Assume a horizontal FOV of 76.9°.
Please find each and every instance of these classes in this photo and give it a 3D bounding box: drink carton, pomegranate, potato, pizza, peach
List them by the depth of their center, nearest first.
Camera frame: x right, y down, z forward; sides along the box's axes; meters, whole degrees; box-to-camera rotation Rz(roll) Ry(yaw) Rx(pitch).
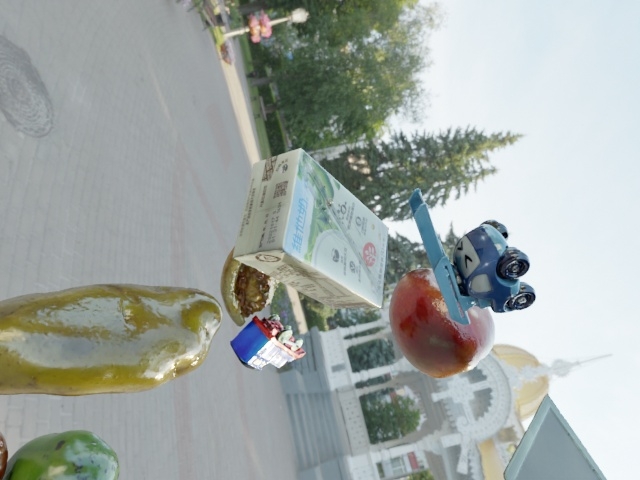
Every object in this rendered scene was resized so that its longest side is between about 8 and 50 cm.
[{"bbox_3d":[-0.323,0.145,0.596,0.368,0.176,0.196,4,48,-45],"label":"potato"},{"bbox_3d":[0.000,0.000,0.782,0.324,0.131,0.195,35,55,-46],"label":"drink carton"},{"bbox_3d":[-0.155,0.088,0.899,0.056,0.134,0.271,-86,-159,-60],"label":"pizza"},{"bbox_3d":[-0.577,0.553,0.905,0.270,0.253,0.255,63,12,-78],"label":"pomegranate"},{"bbox_3d":[0.297,0.199,1.026,0.275,0.248,0.245,53,-1,15],"label":"peach"}]

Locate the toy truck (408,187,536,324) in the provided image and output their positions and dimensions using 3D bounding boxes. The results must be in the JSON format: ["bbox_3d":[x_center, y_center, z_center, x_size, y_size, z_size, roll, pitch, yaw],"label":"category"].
[{"bbox_3d":[0.128,0.008,0.341,0.063,0.074,0.136,-90,157,-58],"label":"toy truck"}]

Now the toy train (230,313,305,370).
[{"bbox_3d":[-0.125,0.265,1.019,0.082,0.131,0.204,40,-10,32],"label":"toy train"}]

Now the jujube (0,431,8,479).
[{"bbox_3d":[-0.771,0.460,0.756,0.223,0.317,0.223,61,5,-10],"label":"jujube"}]

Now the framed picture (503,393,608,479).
[{"bbox_3d":[0.372,0.392,0.569,0.017,0.217,0.275,-43,-108,42],"label":"framed picture"}]
